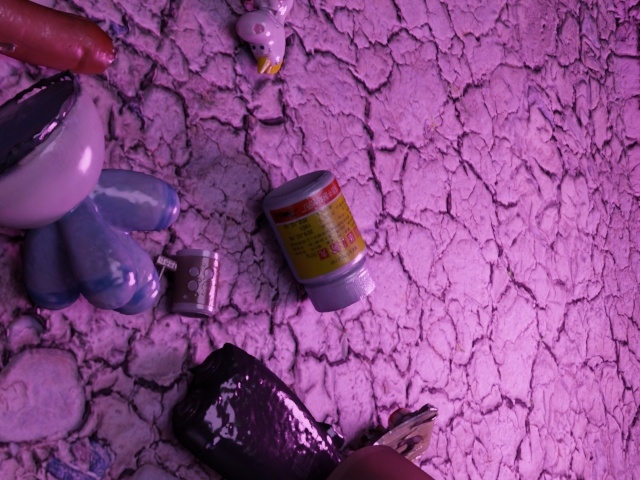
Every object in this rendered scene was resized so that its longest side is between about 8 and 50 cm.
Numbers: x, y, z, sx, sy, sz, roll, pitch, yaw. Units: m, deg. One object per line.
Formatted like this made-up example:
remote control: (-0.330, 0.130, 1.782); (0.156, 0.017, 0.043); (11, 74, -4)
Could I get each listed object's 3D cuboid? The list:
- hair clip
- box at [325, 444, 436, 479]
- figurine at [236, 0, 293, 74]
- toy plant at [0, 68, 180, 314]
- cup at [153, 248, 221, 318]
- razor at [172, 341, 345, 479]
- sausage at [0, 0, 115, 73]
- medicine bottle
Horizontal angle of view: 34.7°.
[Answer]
hair clip: (0.095, 0.401, 1.861); (0.321, 0.091, 0.138); (-31, 140, -44)
box: (0.112, 0.501, 1.663); (0.301, 0.216, 0.301); (-35, 139, -37)
figurine: (-0.091, -0.381, 1.816); (0.129, 0.109, 0.178); (43, 53, -62)
toy plant: (-0.324, -0.030, 1.386); (0.332, 0.247, 0.247); (55, 47, -31)
cup: (-0.206, 0.066, 1.599); (0.102, 0.074, 0.099); (18, 69, -45)
razor: (-0.090, 0.321, 1.655); (0.327, 0.107, 0.189); (46, 52, -33)
sausage: (-0.461, -0.309, 1.379); (0.419, 0.094, 0.094); (15, 86, -46)
medicine bottle: (0.000, 0.000, 1.796); (0.139, 0.139, 0.225); (-40, 112, -45)
